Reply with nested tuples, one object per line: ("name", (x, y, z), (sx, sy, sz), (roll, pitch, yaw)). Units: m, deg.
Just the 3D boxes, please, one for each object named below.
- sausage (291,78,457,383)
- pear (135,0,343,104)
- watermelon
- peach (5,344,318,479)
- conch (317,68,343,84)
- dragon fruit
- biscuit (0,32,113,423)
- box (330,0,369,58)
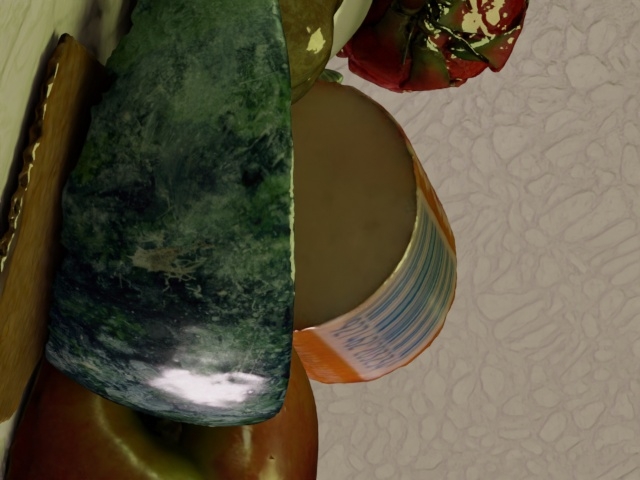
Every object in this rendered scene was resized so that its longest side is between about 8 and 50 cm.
("sausage", (0.000, 0.000, 1.643), (0.287, 0.233, 0.233), (46, 59, -72))
("pear", (-0.052, -0.159, 1.236), (0.167, 0.137, 0.167), (17, 90, -88))
("watermelon", (-0.099, -0.029, 1.141), (0.226, 0.148, 0.318), (-108, -161, -64))
("peach", (-0.119, 0.157, 1.335), (0.248, 0.245, 0.275), (-45, -179, -16))
("conch", (-0.060, -0.142, 1.764), (0.234, 0.137, 0.114), (13, 66, -56))
("dragon fruit", (0.094, -0.240, 1.814), (0.293, 0.234, 0.233), (-59, 166, -58))
("biscuit", (-0.166, 0.001, 1.077), (0.237, 0.013, 0.232), (59, 46, -88))
("box", (-0.006, -0.290, 1.582), (0.349, 0.141, 0.288), (-68, 173, -77))
